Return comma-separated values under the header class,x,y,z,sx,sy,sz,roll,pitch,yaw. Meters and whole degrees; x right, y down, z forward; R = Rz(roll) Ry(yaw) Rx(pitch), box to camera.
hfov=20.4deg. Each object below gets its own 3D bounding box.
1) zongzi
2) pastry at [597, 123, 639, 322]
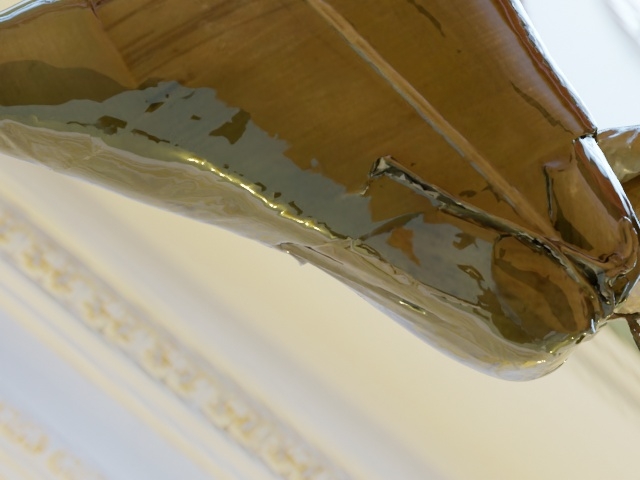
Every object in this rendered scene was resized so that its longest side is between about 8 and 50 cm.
class,x,y,z,sx,sy,sz,roll,pitch,yaw
zongzi,0.000,0.000,1.020,0.418,0.181,0.447,-27,-101,-17
pastry,0.251,-0.008,1.318,0.229,0.218,0.100,52,-137,-61
